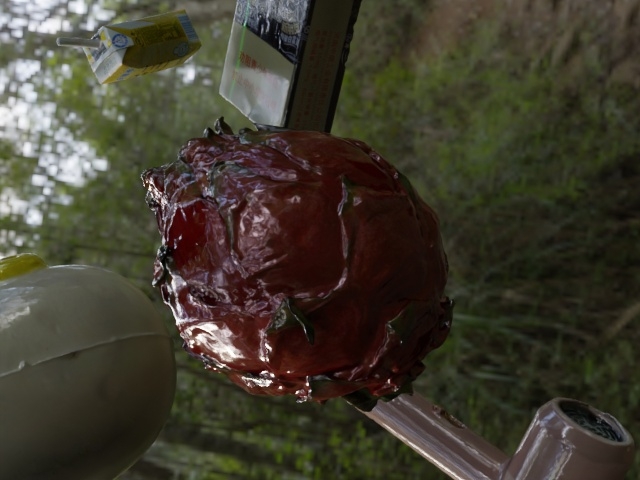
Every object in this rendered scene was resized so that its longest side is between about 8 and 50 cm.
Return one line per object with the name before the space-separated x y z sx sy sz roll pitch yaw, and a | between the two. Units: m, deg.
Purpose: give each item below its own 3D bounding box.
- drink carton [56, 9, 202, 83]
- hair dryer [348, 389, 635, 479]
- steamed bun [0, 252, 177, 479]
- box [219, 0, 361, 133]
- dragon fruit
drink carton | -0.262 -0.261 1.731 0.084 0.200 0.074 -28 86 48
hair dryer | 0.135 0.195 1.300 0.107 0.344 0.189 -1 -60 -58
steamed bun | -0.367 0.191 1.625 0.334 0.374 0.333 54 154 41
box | -0.036 -0.303 1.709 0.198 0.084 0.310 44 127 50
dragon fruit | -0.028 0.020 1.080 0.244 0.299 0.244 -53 -15 -21
